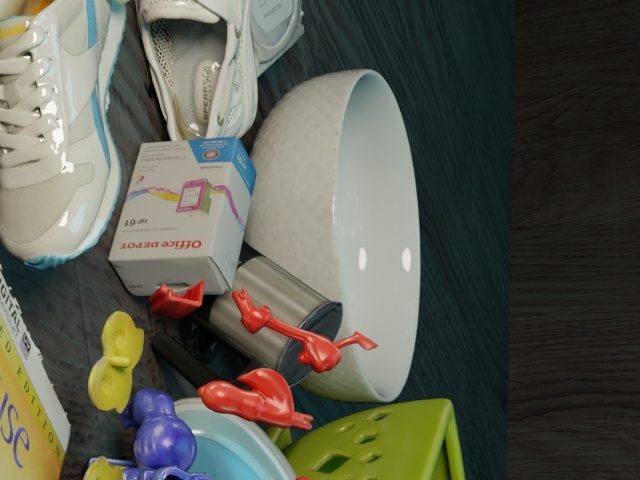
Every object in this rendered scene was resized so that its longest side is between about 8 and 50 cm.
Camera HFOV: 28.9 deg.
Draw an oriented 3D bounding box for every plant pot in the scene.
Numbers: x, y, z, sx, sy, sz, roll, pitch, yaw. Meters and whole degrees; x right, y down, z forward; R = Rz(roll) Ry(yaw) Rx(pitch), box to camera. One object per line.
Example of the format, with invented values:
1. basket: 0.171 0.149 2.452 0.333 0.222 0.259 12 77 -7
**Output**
1. plant pot: 0.020 0.297 1.157 0.228 0.207 0.227 -58 142 -63

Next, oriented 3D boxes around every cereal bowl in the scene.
1. cereal bowl: 0.000 0.000 1.259 0.339 0.141 0.339 -4 90 -73

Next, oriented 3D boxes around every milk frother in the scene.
1. milk frother: -0.059 0.074 1.056 0.129 0.135 0.143 -57 156 4

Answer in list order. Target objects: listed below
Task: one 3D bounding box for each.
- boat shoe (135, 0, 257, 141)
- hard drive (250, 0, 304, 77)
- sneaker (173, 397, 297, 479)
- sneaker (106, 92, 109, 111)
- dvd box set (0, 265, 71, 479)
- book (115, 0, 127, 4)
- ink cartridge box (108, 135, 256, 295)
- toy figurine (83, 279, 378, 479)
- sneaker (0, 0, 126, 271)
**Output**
1. boat shoe: -0.106 -0.201 1.022 0.096 0.098 0.277 -58 143 -63
2. hard drive: -0.093 -0.326 1.152 0.237 0.064 0.339 -57 139 -64
3. sneaker: -0.052 0.284 0.927 0.208 0.127 0.319 -111 -179 -79
4. sneaker: -0.175 -0.120 0.906 0.035 0.031 0.083 30 53 -54
5. dvd box set: -0.218 0.137 0.532 0.420 0.062 0.308 -87 166 -52
6. book: -0.162 -0.236 0.833 0.096 0.035 0.144 53 11 -47
7. ink cartridge box: -0.108 -0.020 0.994 0.052 0.088 0.122 65 27 -51
8. toy figurine: -0.097 0.228 0.835 0.217 0.191 0.362 148 -52 -62
9. sneaker: -0.182 -0.090 0.795 0.092 0.087 0.229 43 38 -57
